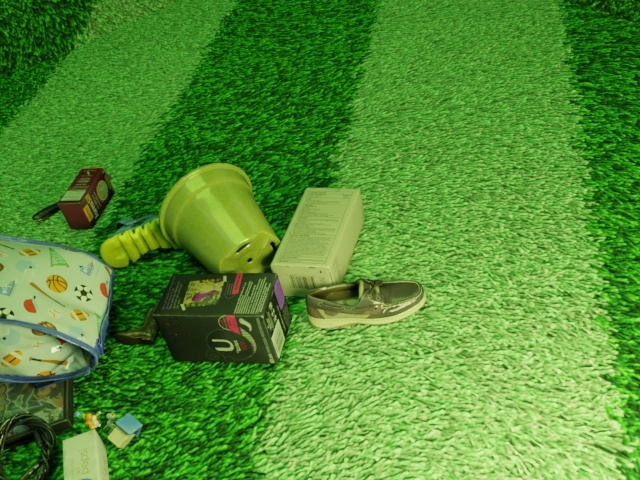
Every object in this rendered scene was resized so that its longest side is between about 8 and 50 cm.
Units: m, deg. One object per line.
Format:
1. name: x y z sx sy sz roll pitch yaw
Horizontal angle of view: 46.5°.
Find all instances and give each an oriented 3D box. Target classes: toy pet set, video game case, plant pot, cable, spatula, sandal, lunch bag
1. toy pet set: -0.445 0.384 1.591 0.114 0.122 0.065 35 77 14
2. video game case: -0.708 0.368 1.757 0.248 0.035 0.275 -18 39 -5
3. plant pot: -0.238 -0.017 1.926 0.276 0.276 0.254 -29 53 -18
4. cable: -0.642 0.450 1.597 0.150 0.047 0.185 -7 53 7
5. spatula: -0.807 -0.148 2.411 0.084 0.030 0.296 22 51 34
6. sandal: -0.466 -0.036 2.104 0.317 0.126 0.138 -14 35 -2
7. lunch bag: -0.699 0.167 1.772 0.385 0.239 0.328 6 37 -12

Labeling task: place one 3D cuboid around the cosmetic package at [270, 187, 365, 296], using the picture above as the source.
1. cosmetic package: 0.000 0.000 1.918 0.160 0.113 0.310 3 41 20

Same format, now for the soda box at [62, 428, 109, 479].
1. soda box: -0.471 0.493 1.506 0.073 0.069 0.216 -20 40 -7

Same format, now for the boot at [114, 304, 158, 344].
1. boot: -0.447 0.208 1.865 0.106 0.037 0.114 7 45 6

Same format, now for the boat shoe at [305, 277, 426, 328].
1. boat shoe: 0.102 0.135 1.737 0.285 0.092 0.103 -9 39 7

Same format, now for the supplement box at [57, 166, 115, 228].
1. supplement box: -0.723 -0.133 2.309 0.080 0.104 0.188 -2 41 15

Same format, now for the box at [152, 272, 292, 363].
1. box: -0.223 0.180 1.727 0.270 0.165 0.143 -1 41 17
